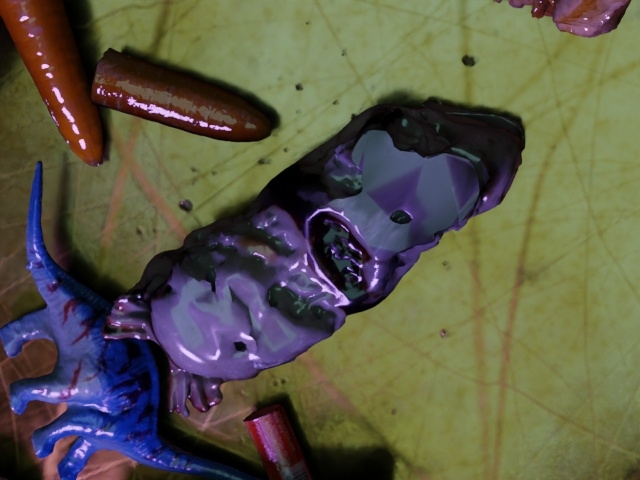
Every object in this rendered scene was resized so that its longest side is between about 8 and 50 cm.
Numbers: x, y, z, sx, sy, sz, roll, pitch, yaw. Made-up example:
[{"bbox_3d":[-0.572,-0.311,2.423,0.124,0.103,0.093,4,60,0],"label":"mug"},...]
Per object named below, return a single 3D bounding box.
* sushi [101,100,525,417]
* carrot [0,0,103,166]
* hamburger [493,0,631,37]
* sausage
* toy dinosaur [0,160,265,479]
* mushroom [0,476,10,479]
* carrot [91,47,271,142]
[{"bbox_3d":[0.000,0.000,1.118,0.332,0.130,0.124,-35,94,11],"label":"sushi"},{"bbox_3d":[-0.219,-0.182,1.147,0.062,0.066,0.271,-21,96,-28],"label":"carrot"},{"bbox_3d":[0.138,-0.268,0.988,0.211,0.260,0.245,22,110,7],"label":"hamburger"},{"bbox_3d":[-0.021,0.193,1.205,0.034,0.034,0.129,-22,97,11],"label":"sausage"},{"bbox_3d":[-0.183,0.112,1.194,0.144,0.076,0.329,-33,97,5],"label":"toy dinosaur"},{"bbox_3d":[-0.275,0.232,1.235,0.079,0.085,0.085,-4,102,50],"label":"mushroom"},{"bbox_3d":[-0.103,-0.103,1.159,0.139,0.048,0.048,19,102,1],"label":"carrot"}]
